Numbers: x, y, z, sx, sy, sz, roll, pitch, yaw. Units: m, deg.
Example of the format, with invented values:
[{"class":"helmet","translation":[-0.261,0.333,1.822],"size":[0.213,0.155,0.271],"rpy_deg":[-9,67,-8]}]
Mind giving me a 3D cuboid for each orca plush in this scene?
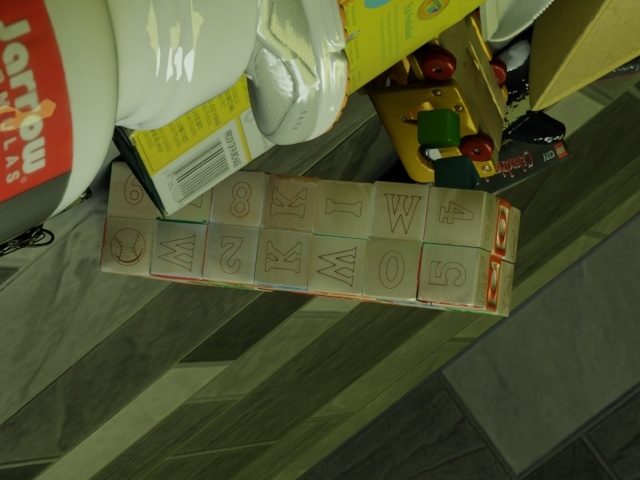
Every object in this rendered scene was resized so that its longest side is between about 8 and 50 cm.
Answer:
[{"class":"orca plush","translation":[0.218,-0.141,1.924],"size":[0.287,0.102,0.151],"rpy_deg":[-35,167,-4]}]

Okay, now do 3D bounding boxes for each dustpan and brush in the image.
[{"class":"dustpan and brush","translation":[0.203,-0.262,1.543],"size":[0.211,0.060,0.147],"rpy_deg":[-55,157,-25]}]

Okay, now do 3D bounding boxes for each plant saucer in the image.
[{"class":"plant saucer","translation":[0.342,-0.290,1.768],"size":[0.333,0.081,0.333],"rpy_deg":[-30,165,-27]}]

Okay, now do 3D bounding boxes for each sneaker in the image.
[{"class":"sneaker","translation":[-0.056,-0.157,1.144],"size":[0.121,0.099,0.262],"rpy_deg":[-19,135,-13]}]

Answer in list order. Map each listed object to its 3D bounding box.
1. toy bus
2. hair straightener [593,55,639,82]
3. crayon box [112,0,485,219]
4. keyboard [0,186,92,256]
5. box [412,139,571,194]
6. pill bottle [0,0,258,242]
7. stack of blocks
[{"class":"toy bus","translation":[0.082,-0.138,1.581],"size":[0.104,0.202,0.191],"rpy_deg":[-6,-176,23]},{"class":"hair straightener","translation":[0.330,-0.191,1.985],"size":[0.230,0.047,0.089],"rpy_deg":[-16,-154,23]},{"class":"crayon box","translation":[-0.009,-0.158,1.353],"size":[0.318,0.081,0.202],"rpy_deg":[-34,166,-7]},{"class":"keyboard","translation":[-0.253,-0.015,1.373],"size":[0.192,0.038,0.100],"rpy_deg":[-29,141,-23]},{"class":"box","translation":[0.138,-0.050,2.079],"size":[0.233,0.044,0.159],"rpy_deg":[-24,177,-42]},{"class":"pill bottle","translation":[-0.219,-0.075,0.837],"size":[0.363,0.210,0.210],"rpy_deg":[-28,165,-30]},{"class":"stack of blocks","translation":[0.000,0.000,1.518],"size":[0.297,0.087,0.171],"rpy_deg":[5,177,18]}]
